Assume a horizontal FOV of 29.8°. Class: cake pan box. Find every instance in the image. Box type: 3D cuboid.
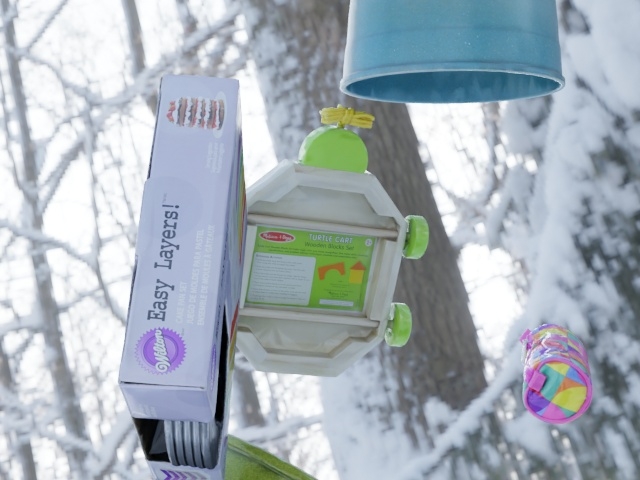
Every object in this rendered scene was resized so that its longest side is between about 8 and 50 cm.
[{"bbox_3d":[-0.102,0.044,0.948,0.070,0.267,0.246,3,-29,2],"label":"cake pan box"}]

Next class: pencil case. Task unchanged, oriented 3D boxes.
[{"bbox_3d":[0.333,0.187,1.723,0.104,0.104,0.236,-21,4,9],"label":"pencil case"}]

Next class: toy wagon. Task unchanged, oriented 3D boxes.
[{"bbox_3d":[0.000,0.000,1.498,0.267,0.344,0.068,6,11,-19],"label":"toy wagon"}]

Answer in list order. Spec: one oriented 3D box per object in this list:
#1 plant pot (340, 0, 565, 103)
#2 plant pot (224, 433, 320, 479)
[{"bbox_3d":[0.158,-0.310,1.460,0.271,0.255,0.271,0,-1,0],"label":"plant pot"},{"bbox_3d":[-0.077,0.421,1.102,0.353,0.366,0.366,-55,-12,-21],"label":"plant pot"}]
